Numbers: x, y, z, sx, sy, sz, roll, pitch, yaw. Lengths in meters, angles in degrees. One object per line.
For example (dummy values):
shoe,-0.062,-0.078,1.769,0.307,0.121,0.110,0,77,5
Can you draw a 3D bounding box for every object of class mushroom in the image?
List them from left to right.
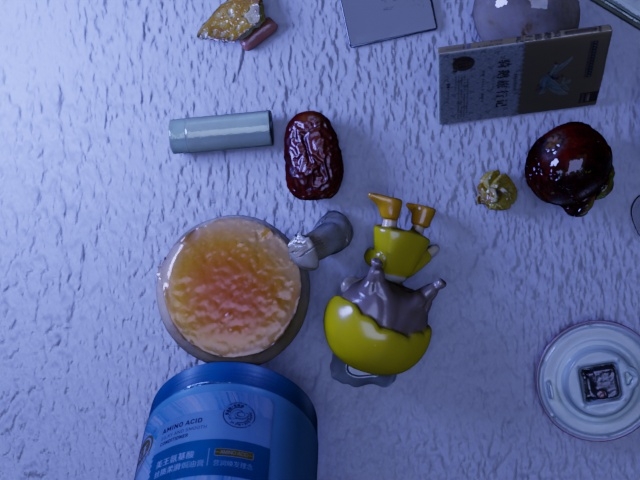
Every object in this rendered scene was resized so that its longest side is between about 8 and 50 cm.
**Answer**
mushroom,0.004,0.000,1.738,0.092,0.223,0.081,-3,103,16
mushroom,0.397,-0.437,1.722,0.204,0.204,0.204,0,93,3

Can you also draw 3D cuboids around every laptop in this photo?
laptop,0.132,-0.462,1.805,0.180,0.016,0.129,-11,92,4

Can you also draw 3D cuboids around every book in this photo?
book,0.374,-0.306,1.712,0.311,0.217,0.021,-7,59,4

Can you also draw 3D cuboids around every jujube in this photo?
jujube,-0.016,-0.165,1.783,0.112,0.109,0.176,-5,90,-30

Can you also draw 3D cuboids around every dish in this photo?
dish,0.087,0.257,1.833,0.137,0.039,0.091,17,94,4

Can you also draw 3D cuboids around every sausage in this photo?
sausage,-0.123,-0.409,1.812,0.083,0.034,0.034,-37,90,6

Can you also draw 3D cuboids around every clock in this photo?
clock,0.547,0.277,1.801,0.245,0.056,0.244,0,93,2

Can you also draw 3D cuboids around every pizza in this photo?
pizza,-0.167,-0.435,1.803,0.160,0.036,0.099,-40,67,3

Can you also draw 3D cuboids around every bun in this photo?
bun,-0.170,0.101,1.778,0.299,0.165,0.298,0,78,-2

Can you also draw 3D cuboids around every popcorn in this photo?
popcorn,0.344,-0.095,1.781,0.084,0.084,0.084,0,93,3

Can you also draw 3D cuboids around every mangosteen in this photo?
mangosteen,0.484,-0.131,1.740,0.180,0.166,0.166,39,95,-24

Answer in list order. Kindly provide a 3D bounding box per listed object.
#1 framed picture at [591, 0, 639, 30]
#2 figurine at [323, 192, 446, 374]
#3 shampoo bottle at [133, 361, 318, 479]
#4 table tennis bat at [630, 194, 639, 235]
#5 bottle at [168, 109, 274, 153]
framed picture,0.647,-0.518,1.772,0.274,0.017,0.217,30,95,1
figurine,0.125,0.087,1.760,0.215,0.187,0.343,11,87,-12
shampoo bottle,-0.172,0.455,1.647,0.332,0.342,0.331,1,128,1
table tennis bat,0.668,-0.023,1.799,0.087,0.013,0.156,-20,91,3
bottle,-0.195,-0.214,1.808,0.202,0.072,0.072,-5,93,4
